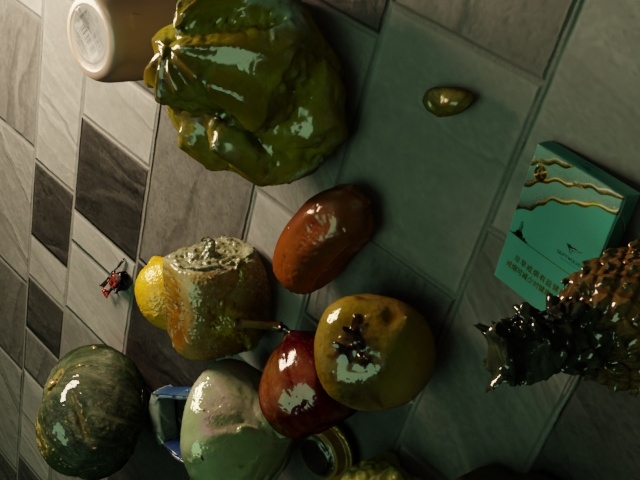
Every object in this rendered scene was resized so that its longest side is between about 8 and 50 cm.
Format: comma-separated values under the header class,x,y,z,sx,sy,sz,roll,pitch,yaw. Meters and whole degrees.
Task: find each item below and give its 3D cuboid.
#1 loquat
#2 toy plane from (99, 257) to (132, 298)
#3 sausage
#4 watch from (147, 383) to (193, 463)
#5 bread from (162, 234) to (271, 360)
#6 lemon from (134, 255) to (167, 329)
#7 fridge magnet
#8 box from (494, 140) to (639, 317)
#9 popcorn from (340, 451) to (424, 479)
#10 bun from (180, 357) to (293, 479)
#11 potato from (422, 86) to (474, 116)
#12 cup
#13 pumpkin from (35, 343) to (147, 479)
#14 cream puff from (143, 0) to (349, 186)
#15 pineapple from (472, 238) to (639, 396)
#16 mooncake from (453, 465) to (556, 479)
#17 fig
class,x,y,z,sx,sy,sz,roll,pitch,yaw
loquat,0.090,0.191,1.452,0.213,0.213,0.213,19,118,39
toy plane,-0.507,0.104,2.127,0.145,0.037,0.060,-44,71,43
sausage,-0.002,-0.002,1.529,0.133,0.133,0.258,54,136,14
watch,-0.299,0.416,2.026,0.274,0.068,0.277,26,121,36
bread,-0.201,0.113,1.717,0.176,0.195,0.247,19,118,43
lemon,-0.329,0.122,1.887,0.142,0.142,0.187,-19,99,46
fridge magnet,0.008,0.421,1.730,0.143,0.063,0.143,17,115,42
box,0.344,-0.004,1.229,0.162,0.041,0.229,42,132,41
popcorn,0.113,0.484,1.583,0.167,0.187,0.185,-51,55,5
bun,-0.138,0.379,1.723,0.187,0.293,0.293,-5,103,23
potato,0.192,-0.210,1.312,0.092,0.045,0.047,13,113,44
cup,-0.366,-0.433,1.657,0.191,0.200,0.253,12,114,41
pumpkin,-0.563,0.427,2.109,0.257,0.328,0.291,30,132,-19
cream puff,-0.148,-0.259,1.463,0.378,0.275,0.379,19,121,36
pineapple,0.356,0.112,1.066,0.202,0.361,0.202,35,131,53
mooncake,0.311,0.558,1.403,0.378,0.200,0.379,13,111,38
fig,-0.028,0.237,1.621,0.203,0.186,0.250,-32,66,34
